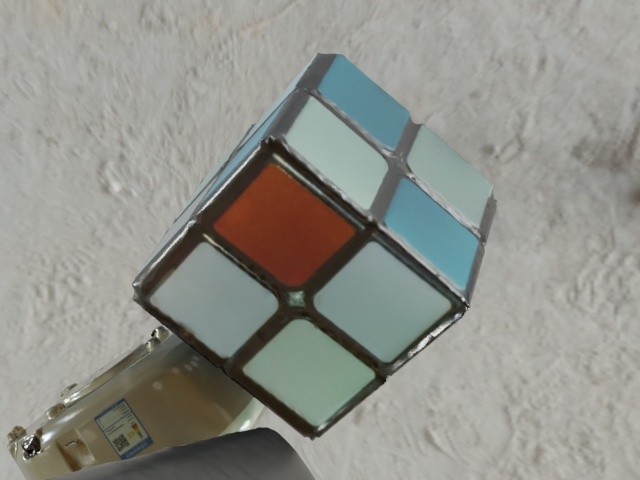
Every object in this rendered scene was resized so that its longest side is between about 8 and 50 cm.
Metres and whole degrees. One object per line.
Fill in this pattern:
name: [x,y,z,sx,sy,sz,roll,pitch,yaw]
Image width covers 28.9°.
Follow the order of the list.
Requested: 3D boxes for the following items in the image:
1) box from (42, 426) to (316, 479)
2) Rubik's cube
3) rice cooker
box: [0.004,0.203,0.400,0.073,0.289,0.290,-30,80,8]
Rubik's cube: [0.000,0.000,0.898,0.183,0.167,0.180,41,123,-11]
rice cooker: [-0.140,0.151,0.950,0.206,0.145,0.127,-31,94,1]
